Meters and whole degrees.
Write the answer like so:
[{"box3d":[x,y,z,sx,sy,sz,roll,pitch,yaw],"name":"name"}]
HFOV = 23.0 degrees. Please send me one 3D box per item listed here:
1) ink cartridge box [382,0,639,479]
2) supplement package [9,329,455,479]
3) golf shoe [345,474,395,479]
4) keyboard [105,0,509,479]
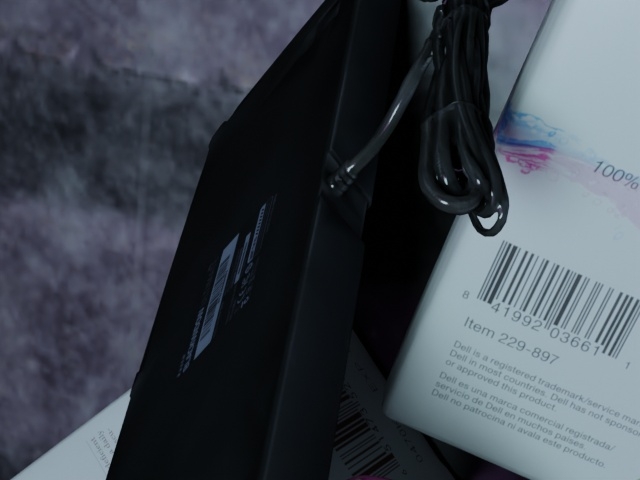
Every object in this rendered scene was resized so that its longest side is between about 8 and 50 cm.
[{"box3d":[0.131,-0.019,0.485,0.154,0.093,0.212,23,120,4],"name":"ink cartridge box"},{"box3d":[-0.054,0.114,0.636,0.179,0.105,0.105,-37,83,28],"name":"supplement package"},{"box3d":[0.018,0.174,0.529,0.140,0.115,0.306,10,145,29],"name":"golf shoe"},{"box3d":[0.000,0.000,0.484,0.033,0.317,0.201,32,125,-16],"name":"keyboard"}]
